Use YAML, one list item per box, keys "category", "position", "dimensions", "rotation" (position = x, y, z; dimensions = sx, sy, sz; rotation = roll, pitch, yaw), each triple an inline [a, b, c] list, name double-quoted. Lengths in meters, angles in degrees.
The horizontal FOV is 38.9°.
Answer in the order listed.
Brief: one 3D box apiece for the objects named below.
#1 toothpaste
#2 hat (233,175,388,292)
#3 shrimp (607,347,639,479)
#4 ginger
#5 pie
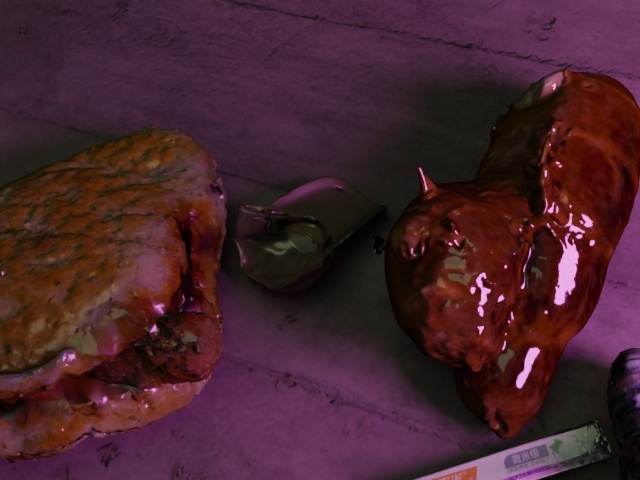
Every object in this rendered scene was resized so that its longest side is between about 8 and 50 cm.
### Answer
- category: "toothpaste"
  position: [0.185, 0.225, 0.897]
  dimensions: [0.196, 0.047, 0.040]
  rotation: [-19, 73, 4]
- category: "hat"
  position: [0.000, 0.000, 1.066]
  dimensions: [0.175, 0.085, 0.147]
  rotation: [-26, 43, -27]
- category: "shrimp"
  position: [0.353, 0.247, 0.776]
  dimensions: [0.172, 0.137, 0.372]
  rotation: [-28, 55, 18]
- category: "ginger"
  position: [0.201, -0.034, 0.928]
  dimensions: [0.176, 0.254, 0.418]
  rotation: [0, 55, 53]
- category: "pie"
  position: [-0.293, 0.039, 1.059]
  dimensions: [0.395, 0.180, 0.418]
  rotation: [-13, 46, 1]
